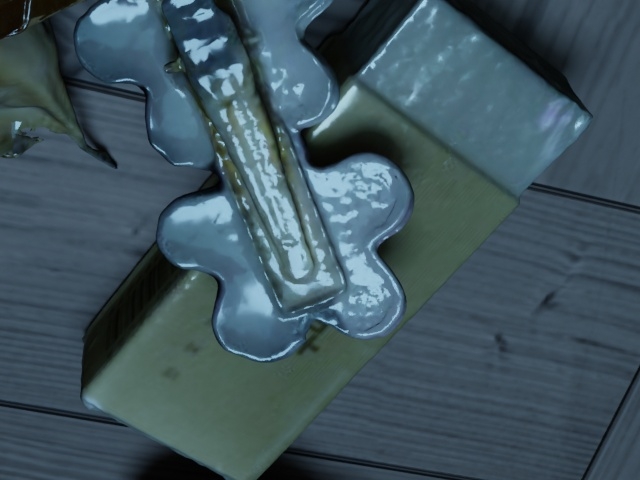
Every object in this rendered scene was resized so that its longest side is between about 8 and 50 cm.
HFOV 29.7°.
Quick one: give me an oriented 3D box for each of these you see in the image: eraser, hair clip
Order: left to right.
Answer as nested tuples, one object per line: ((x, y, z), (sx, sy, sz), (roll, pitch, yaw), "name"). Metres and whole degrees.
((-0.034, -0.055, 0.651), (0.146, 0.075, 0.257), (-22, 109, 0), "hair clip")
((0.000, 0.000, 0.757), (0.144, 0.078, 0.343), (32, 112, -23), "eraser")

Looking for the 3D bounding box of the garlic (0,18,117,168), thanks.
((-0.266, -0.125, 0.643), (0.338, 0.151, 0.196), (1, 143, -19), "garlic")

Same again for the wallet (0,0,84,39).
((-0.147, -0.157, 0.605), (0.026, 0.176, 0.095), (9, 123, 33), "wallet")
